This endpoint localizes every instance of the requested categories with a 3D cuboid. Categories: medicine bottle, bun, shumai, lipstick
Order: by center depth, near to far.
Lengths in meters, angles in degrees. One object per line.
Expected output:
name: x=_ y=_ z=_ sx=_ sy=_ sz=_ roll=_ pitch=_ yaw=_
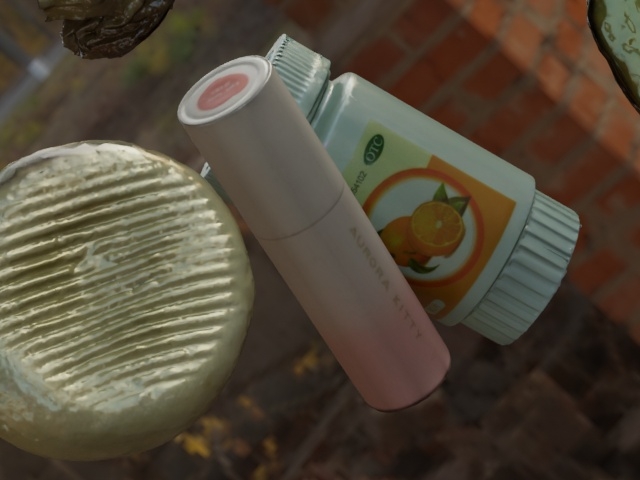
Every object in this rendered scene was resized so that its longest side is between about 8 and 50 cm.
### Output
bun: x=-0.148 y=0.044 z=1.258 sx=0.222 sy=0.222 sz=0.127 roll=-56 pitch=-1 yaw=-33
shumai: x=-0.159 y=-0.213 z=1.476 sx=0.139 sy=0.105 sz=0.123 roll=-33 pitch=46 yaw=7
lipstick: x=0.000 y=0.000 z=1.606 sx=0.087 sy=0.327 sz=0.087 roll=-23 pitch=32 yaw=15
medicine bottle: x=0.065 y=-0.039 z=1.737 sx=0.158 sy=0.318 sz=0.158 roll=-59 pitch=9 yaw=15

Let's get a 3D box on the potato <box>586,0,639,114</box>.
potato: x=0.182 y=-0.077 z=0.861 sx=0.120 sy=0.149 sz=0.081 roll=-32 pitch=-41 yaw=-80
